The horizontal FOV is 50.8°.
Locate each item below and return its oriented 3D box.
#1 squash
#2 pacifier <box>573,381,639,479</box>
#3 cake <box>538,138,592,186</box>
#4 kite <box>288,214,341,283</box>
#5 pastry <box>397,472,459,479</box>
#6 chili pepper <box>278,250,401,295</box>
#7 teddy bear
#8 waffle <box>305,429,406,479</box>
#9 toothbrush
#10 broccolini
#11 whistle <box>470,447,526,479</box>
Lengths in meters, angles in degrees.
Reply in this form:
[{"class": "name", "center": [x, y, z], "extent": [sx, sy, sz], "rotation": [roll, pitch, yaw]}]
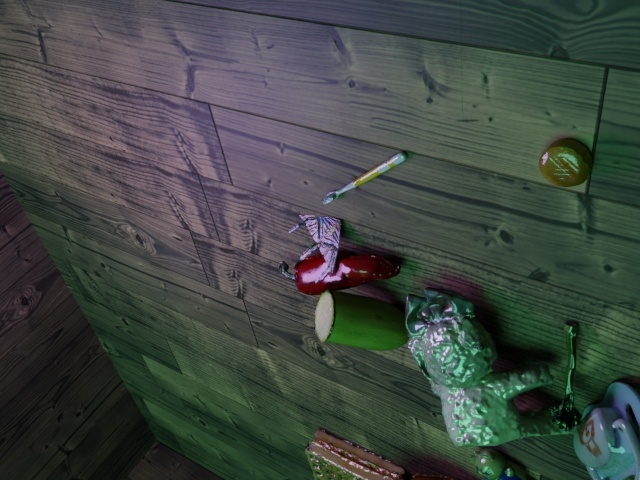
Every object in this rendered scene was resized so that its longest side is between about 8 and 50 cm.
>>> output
[{"class": "squash", "center": [0.118, 0.204, 1.667], "extent": [0.247, 0.132, 0.132], "rotation": [11, 152, -21]}, {"class": "pacifier", "center": [0.670, 0.433, 1.437], "extent": [0.208, 0.227, 0.278], "rotation": [-2, 144, -10]}, {"class": "cake", "center": [0.412, -0.129, 1.132], "extent": [0.084, 0.044, 0.084], "rotation": [24, 140, 22]}, {"class": "kite", "center": [0.000, 0.000, 1.633], "extent": [0.160, 0.010, 0.182], "rotation": [-44, 62, 30]}, {"class": "pastry", "center": [0.354, 0.893, 2.129], "extent": [0.410, 0.245, 0.409], "rotation": [12, 132, 14]}, {"class": "chili pepper", "center": [0.037, 0.079, 1.671], "extent": [0.388, 0.110, 0.110], "rotation": [-11, 121, 44]}, {"class": "teddy bear", "center": [0.385, 0.290, 1.576], "extent": [0.327, 0.376, 0.361], "rotation": [-22, 71, 51]}, {"class": "waffle", "center": [0.137, 0.844, 2.422], "extent": [0.377, 0.114, 0.260], "rotation": [16, 136, 31]}, {"class": "toothbrush", "center": [0.088, -0.130, 1.451], "extent": [0.021, 0.024, 0.288], "rotation": [50, 144, -10]}, {"class": "broccolini", "center": [0.525, 0.290, 1.442], "extent": [0.058, 0.071, 0.254], "rotation": [4, 108, 34]}, {"class": "whistle", "center": [0.516, 0.658, 1.876], "extent": [0.227, 0.085, 0.105], "rotation": [38, 150, 3]}]
